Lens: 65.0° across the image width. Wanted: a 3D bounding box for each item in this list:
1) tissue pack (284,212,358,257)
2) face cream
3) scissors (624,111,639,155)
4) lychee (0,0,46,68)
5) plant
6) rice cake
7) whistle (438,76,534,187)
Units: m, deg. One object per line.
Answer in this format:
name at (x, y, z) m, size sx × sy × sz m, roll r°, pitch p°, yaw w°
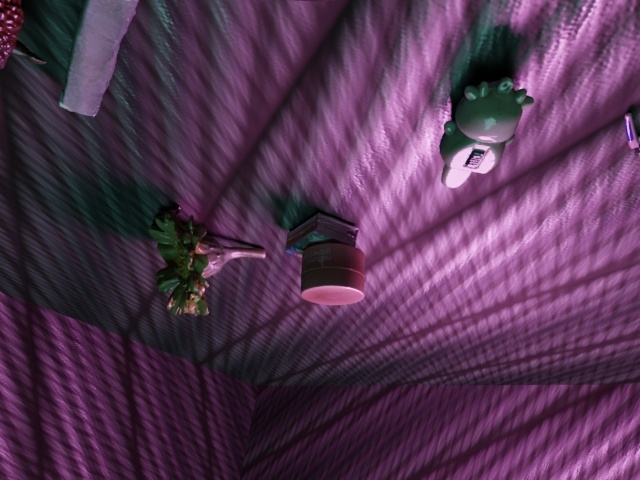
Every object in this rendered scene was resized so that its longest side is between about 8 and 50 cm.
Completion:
tissue pack at (0.000, 0.000, 1.205) m, size 0.116 × 0.065 × 0.155 m, roll 22°, pitch 150°, yaw -24°
face cream at (0.029, 0.081, 1.171) m, size 0.149 × 0.104 × 0.149 m, roll 2°, pitch 157°, yaw 1°
scissors at (0.499, -0.165, 0.784) m, size 0.039 × 0.012 × 0.113 m, roll -8°, pitch 149°, yaw 31°
lychee at (-0.474, -0.296, 0.674) m, size 0.165 × 0.165 × 0.197 m, roll -17°, pitch 148°, yaw 41°
plant at (-0.313, 0.022, 1.274) m, size 0.306 × 0.297 × 0.261 m, roll 43°, pitch 163°, yaw 57°
rice cake at (-0.340, -0.286, 0.758) m, size 0.066 × 0.063 × 0.336 m, roll 19°, pitch 151°, yaw -28°
whistle at (0.243, -0.163, 0.784) m, size 0.110 × 0.092 × 0.244 m, roll 8°, pitch 152°, yaw -1°
